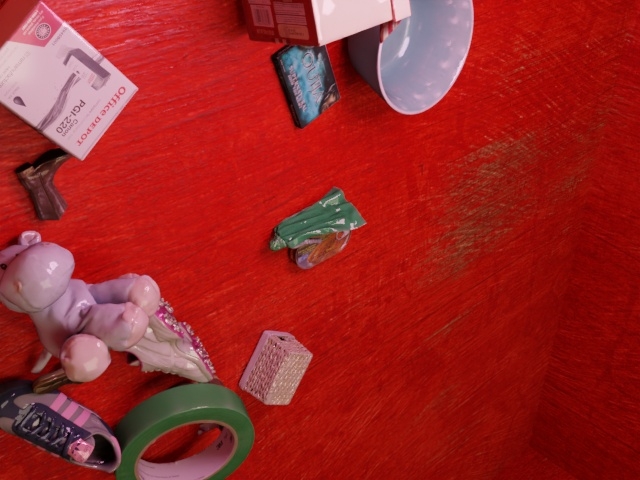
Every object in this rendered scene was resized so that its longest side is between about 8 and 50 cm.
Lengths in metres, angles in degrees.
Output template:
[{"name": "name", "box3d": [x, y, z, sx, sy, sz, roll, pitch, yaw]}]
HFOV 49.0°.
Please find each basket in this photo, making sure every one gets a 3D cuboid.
[{"name": "basket", "box3d": [-0.112, 0.328, 1.795, 0.113, 0.103, 0.167, 17, 100, -52]}]

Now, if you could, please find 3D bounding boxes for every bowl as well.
[{"name": "bowl", "box3d": [0.180, -0.451, 1.554, 0.312, 0.163, 0.311, -26, 131, -34]}]

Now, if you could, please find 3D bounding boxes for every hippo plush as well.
[{"name": "hippo plush", "box3d": [-0.440, 0.084, 1.221, 0.234, 0.294, 0.236, -48, 116, -30]}]

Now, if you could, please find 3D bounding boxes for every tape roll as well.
[{"name": "tape roll", "box3d": [-0.313, 0.465, 1.608, 0.321, 0.077, 0.321, -15, 131, -18]}]

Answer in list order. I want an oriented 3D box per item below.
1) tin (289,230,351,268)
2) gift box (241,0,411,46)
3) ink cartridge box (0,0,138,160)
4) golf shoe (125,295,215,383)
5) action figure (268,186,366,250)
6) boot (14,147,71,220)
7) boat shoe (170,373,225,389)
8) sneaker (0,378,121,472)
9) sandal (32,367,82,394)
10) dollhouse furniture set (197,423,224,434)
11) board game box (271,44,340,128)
[{"name": "tin", "box3d": [0.000, 0.000, 1.757, 0.190, 0.040, 0.106, -27, 136, -34]}, {"name": "gift box", "box3d": [0.006, -0.482, 1.281, 0.258, 0.255, 0.276, -30, 127, -29]}, {"name": "ink cartridge box", "box3d": [-0.419, -0.251, 1.094, 0.158, 0.092, 0.218, -54, 143, -6]}, {"name": "golf shoe", "box3d": [-0.335, 0.235, 1.509, 0.140, 0.115, 0.306, -33, 137, -4]}, {"name": "action figure", "box3d": [-0.024, -0.033, 1.662, 0.232, 0.137, 0.063, -25, 144, -24]}, {"name": "boot", "box3d": [-0.451, -0.094, 1.204, 0.106, 0.037, 0.114, -27, 130, -16]}, {"name": "boat shoe", "box3d": [-0.300, 0.369, 1.652, 0.178, 0.060, 0.064, -17, 126, -40]}, {"name": "sneaker", "box3d": [-0.506, 0.368, 1.371, 0.112, 0.131, 0.319, -53, 141, -6]}, {"name": "sandal", "box3d": [-0.489, 0.251, 1.375, 0.072, 0.049, 0.180, -49, 161, 26]}, {"name": "dollhouse furniture set", "box3d": [-0.288, 0.427, 1.745, 0.081, 0.091, 0.114, -24, 117, 19]}, {"name": "board game box", "box3d": [-0.027, -0.348, 1.506, 0.126, 0.026, 0.186, -42, 139, -20]}]
